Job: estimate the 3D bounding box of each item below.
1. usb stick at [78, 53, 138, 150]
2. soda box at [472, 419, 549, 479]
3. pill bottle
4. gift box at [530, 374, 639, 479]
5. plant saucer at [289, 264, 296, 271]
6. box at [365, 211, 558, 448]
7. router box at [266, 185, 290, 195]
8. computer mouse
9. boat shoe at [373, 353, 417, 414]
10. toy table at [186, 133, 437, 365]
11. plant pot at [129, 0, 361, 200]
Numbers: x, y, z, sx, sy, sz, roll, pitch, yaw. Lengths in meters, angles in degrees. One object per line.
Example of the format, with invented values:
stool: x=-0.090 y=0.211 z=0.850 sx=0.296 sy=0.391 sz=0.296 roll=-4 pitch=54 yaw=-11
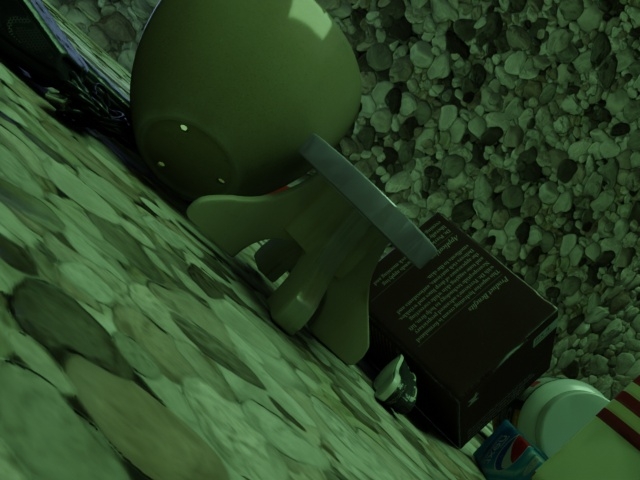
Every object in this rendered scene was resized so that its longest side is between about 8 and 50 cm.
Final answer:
usb stick: x=-0.258 y=-0.161 z=1.236 sx=0.278 sy=0.045 sz=0.077 roll=42 pitch=-5 yaw=0
soda box: x=0.247 y=0.285 z=1.099 sx=0.071 sy=0.067 sz=0.210 roll=42 pitch=2 yaw=-3
pill bottle: x=0.382 y=0.301 z=1.483 sx=0.162 sy=0.162 sz=0.278 roll=42 pitch=-6 yaw=3
gift box: x=0.343 y=0.276 z=0.776 sx=0.258 sy=0.276 sz=0.255 roll=39 pitch=-13 yaw=40
plant saucer: x=-0.037 y=0.040 z=1.456 sx=0.119 sy=0.021 sz=0.119 roll=42 pitch=2 yaw=-1
box: x=0.160 y=0.111 z=1.147 sx=0.203 sy=0.168 sz=0.167 roll=44 pitch=-17 yaw=29
router box: x=-0.028 y=-0.026 z=1.856 sx=0.301 sy=0.082 sz=0.335 roll=39 pitch=0 yaw=38
computer mouse: x=-0.325 y=-0.219 z=1.012 sx=0.272 sy=0.072 sz=0.188 roll=54 pitch=1 yaw=4
boat shoe: x=0.087 y=0.159 z=1.018 sx=0.038 sy=0.046 sz=0.125 roll=42 pitch=5 yaw=-1
toy table: x=0.000 y=0.000 z=0.990 sx=0.252 sy=0.161 sz=0.274 roll=44 pitch=3 yaw=-4
plant pot: x=-0.115 y=-0.155 z=1.100 sx=0.284 sy=0.191 sz=0.284 roll=16 pitch=-40 yaw=14
